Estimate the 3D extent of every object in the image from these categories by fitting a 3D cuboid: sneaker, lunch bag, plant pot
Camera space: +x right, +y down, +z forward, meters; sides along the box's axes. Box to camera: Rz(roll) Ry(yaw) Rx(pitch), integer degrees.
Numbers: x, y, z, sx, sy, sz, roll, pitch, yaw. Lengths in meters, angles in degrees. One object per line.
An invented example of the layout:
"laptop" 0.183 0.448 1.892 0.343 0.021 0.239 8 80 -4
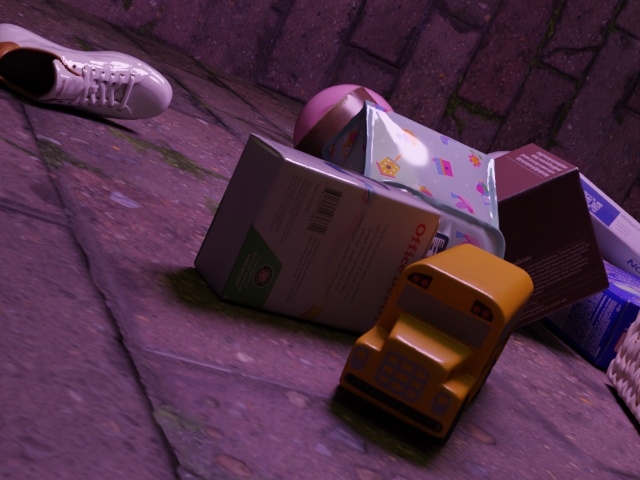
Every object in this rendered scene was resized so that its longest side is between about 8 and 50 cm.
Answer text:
"sneaker" -0.356 -0.227 1.466 0.290 0.106 0.123 12 26 -25
"lunch bag" 0.114 -0.020 1.281 0.223 0.160 0.262 22 48 -22
"plant pot" 0.079 -0.078 1.499 0.230 0.215 0.215 41 13 6

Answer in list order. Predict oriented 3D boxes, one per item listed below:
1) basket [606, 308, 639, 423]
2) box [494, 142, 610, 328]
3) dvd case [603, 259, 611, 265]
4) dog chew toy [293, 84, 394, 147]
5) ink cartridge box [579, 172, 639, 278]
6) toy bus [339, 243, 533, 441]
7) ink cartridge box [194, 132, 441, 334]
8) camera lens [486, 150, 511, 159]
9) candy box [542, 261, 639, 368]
"basket" 0.587 0.142 1.255 0.331 0.328 0.266 24 7 -5
"box" 0.303 -0.009 1.481 0.168 0.167 0.203 -122 -170 -68
"dvd case" 0.631 0.138 1.921 0.180 0.022 0.253 51 5 -16
"dog chew toy" 0.067 -0.191 1.963 0.207 0.206 0.332 28 4 11
"ink cartridge box" 0.586 0.020 2.118 0.324 0.071 0.330 41 -18 5
"toy bus" 0.126 0.087 0.967 0.108 0.130 0.333 28 11 14
"ink cartridge box" 0.000 0.000 1.025 0.212 0.154 0.093 17 12 -33
"camera lens" 0.366 -0.050 1.886 0.219 0.219 0.274 25 11 -4
"candy box" 0.493 0.123 1.633 0.268 0.122 0.317 20 14 -23
